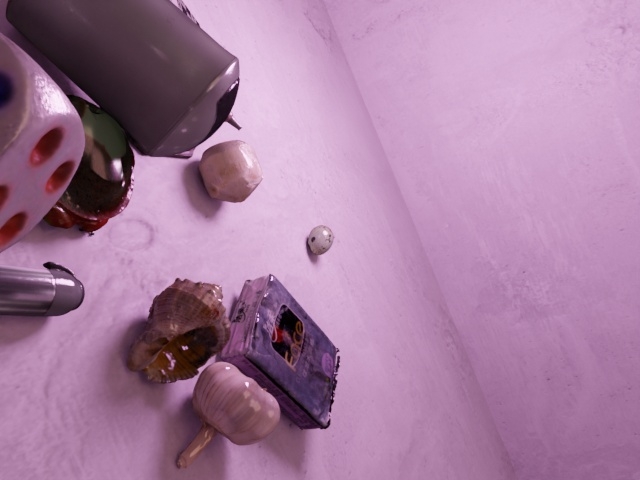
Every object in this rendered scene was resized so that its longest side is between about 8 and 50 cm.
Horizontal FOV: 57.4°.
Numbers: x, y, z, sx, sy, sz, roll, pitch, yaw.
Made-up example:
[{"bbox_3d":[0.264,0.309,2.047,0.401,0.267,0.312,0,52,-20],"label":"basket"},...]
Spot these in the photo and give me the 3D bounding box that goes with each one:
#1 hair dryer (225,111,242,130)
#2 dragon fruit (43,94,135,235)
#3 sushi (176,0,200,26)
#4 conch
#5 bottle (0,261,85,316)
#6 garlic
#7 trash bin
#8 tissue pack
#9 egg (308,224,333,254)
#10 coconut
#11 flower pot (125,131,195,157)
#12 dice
[{"bbox_3d":[-0.301,-0.373,1.546,0.220,0.054,0.195,46,3,-3],"label":"hair dryer"},{"bbox_3d":[-0.464,-0.160,1.120,0.268,0.130,0.295,20,53,-52],"label":"dragon fruit"},{"bbox_3d":[-0.381,-0.578,1.671,0.215,0.051,0.192,45,28,-78],"label":"sushi"},{"bbox_3d":[-0.281,0.185,1.182,0.178,0.163,0.245,49,58,-6],"label":"conch"},{"bbox_3d":[-0.494,0.071,0.919,0.254,0.080,0.095,16,59,-58],"label":"bottle"},{"bbox_3d":[-0.204,0.381,1.203,0.226,0.199,0.199,-51,121,-28],"label":"garlic"},{"bbox_3d":[-0.375,-0.378,1.202,0.432,0.280,0.280,42,33,-17],"label":"trash bin"},{"bbox_3d":[-0.093,0.292,1.506,0.361,0.122,0.259,54,32,-33],"label":"tissue pack"},{"bbox_3d":[0.000,0.000,1.966,0.085,0.085,0.110,43,53,-43],"label":"egg"},{"bbox_3d":[-0.233,-0.178,1.559,0.161,0.161,0.162,-22,92,-65],"label":"coconut"},{"bbox_3d":[-0.378,-0.304,1.449,0.251,0.084,0.178,-11,81,-65],"label":"flower pot"},{"bbox_3d":[-0.493,-0.135,0.783,0.243,0.259,0.251,36,68,-6],"label":"dice"}]
